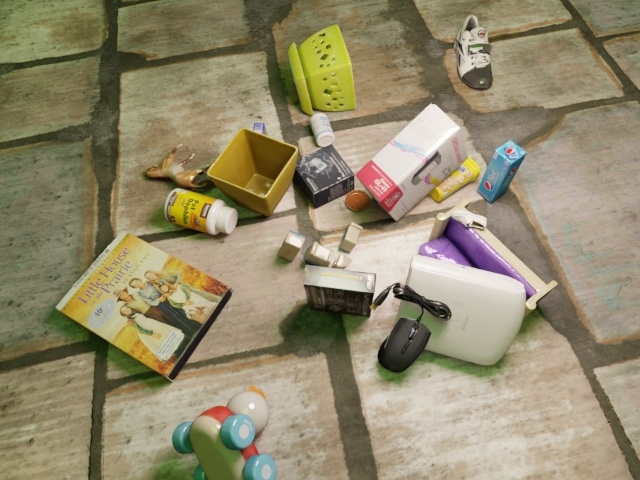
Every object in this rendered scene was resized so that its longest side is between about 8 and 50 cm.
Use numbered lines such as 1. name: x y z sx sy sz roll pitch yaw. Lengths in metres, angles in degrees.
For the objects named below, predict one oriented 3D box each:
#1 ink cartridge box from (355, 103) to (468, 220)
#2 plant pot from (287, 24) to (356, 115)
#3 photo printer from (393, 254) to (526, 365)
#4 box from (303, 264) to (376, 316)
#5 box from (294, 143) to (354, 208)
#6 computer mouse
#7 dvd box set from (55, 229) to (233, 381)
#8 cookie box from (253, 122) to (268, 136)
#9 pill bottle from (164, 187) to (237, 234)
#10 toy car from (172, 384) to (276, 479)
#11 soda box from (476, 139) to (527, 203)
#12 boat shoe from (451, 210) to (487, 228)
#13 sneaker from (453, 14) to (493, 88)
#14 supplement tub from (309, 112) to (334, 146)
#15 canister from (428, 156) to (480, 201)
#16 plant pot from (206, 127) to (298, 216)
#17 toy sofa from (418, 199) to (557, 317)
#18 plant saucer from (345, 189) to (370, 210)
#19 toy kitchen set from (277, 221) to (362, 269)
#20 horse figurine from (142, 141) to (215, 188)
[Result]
1. ink cartridge box: 0.283 -0.227 1.346 0.306 0.226 0.131 -41 64 9
2. plant pot: 0.002 -0.617 1.636 0.207 0.228 0.227 -15 61 3
3. photo printer: 0.366 0.189 1.164 0.308 0.255 0.107 14 25 9
4. box: 0.055 0.143 1.205 0.183 0.231 0.056 7 65 7
5. box: 0.010 -0.217 1.485 0.158 0.093 0.156 -28 64 -11
6. computer mouse: 0.196 0.236 1.137 0.184 0.262 0.060 32 27 1
7. dvd box set: -0.517 0.177 1.308 0.421 0.062 0.307 26 65 15
8. cookie box: -0.215 -0.348 1.568 0.040 0.091 0.107 1 62 7
9. pill bottle: -0.382 -0.089 1.416 0.215 0.117 0.117 15 63 11
10. toy car: -0.188 0.469 1.087 0.238 0.219 0.210 -35 100 -56
11. soda box: 0.567 -0.212 1.388 0.071 0.210 0.067 -33 65 -15
12. boat shoe: 0.418 -0.056 1.241 0.100 0.035 0.035 16 57 3
13. sneaker: 0.601 -0.743 1.720 0.123 0.146 0.330 -6 62 -3
14. supplement tub: 0.006 -0.400 1.598 0.071 0.071 0.107 -15 63 -5
15. canister: 0.428 -0.218 1.478 0.170 0.073 0.126 -33 64 -13
16. plant pot: -0.204 -0.202 1.432 0.212 0.187 0.212 23 65 14
17. toy sofa: 0.463 0.074 1.271 0.177 0.150 0.362 -32 65 -15
18. plant saucer: 0.124 -0.133 1.477 0.084 0.013 0.083 -1 61 1
19. toy kitchen set: 0.000 0.000 1.373 0.207 0.122 0.166 25 63 -7
20. horse figurine: -0.476 -0.243 1.537 0.263 0.066 0.174 31 61 20
